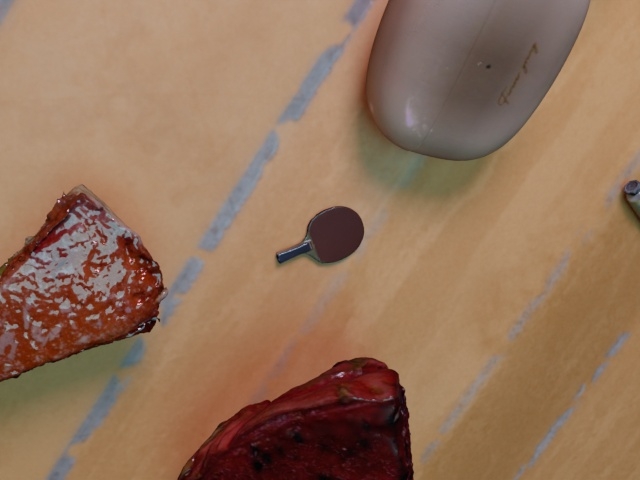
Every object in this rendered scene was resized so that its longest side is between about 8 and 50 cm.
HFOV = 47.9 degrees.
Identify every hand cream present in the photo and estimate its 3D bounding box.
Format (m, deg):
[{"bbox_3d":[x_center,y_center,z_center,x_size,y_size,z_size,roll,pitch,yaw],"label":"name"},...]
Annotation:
[{"bbox_3d":[0.334,-0.023,0.722,0.035,0.022,0.102,-48,119,3],"label":"hand cream"}]

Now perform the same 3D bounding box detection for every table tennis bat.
[{"bbox_3d":[0.000,0.000,0.639,0.083,0.007,0.050,-23,113,-10],"label":"table tennis bat"}]

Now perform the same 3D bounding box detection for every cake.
[{"bbox_3d":[-0.214,0.068,0.557,0.116,0.086,0.220,42,92,-21],"label":"cake"}]

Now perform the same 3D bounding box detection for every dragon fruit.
[{"bbox_3d":[-0.018,0.214,0.645,0.204,0.152,0.317,-3,119,6],"label":"dragon fruit"}]

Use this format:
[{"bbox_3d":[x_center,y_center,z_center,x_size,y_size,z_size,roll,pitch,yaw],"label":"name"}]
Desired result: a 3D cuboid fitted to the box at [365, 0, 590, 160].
[{"bbox_3d":[0.117,-0.153,0.555,0.145,0.088,0.200,11,127,-18],"label":"box"}]
